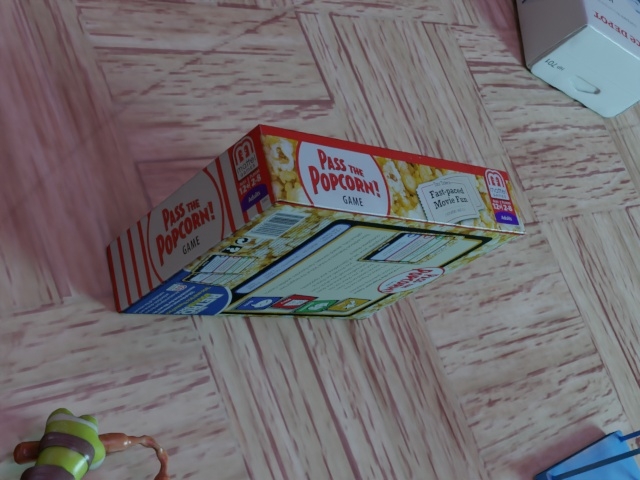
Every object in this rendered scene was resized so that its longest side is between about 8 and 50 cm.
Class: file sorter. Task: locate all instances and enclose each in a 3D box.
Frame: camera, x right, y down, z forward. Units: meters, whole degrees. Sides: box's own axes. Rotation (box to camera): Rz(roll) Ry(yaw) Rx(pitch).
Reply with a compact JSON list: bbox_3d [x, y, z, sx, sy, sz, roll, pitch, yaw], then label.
[{"bbox_3d":[0.257,0.219,0.743,0.118,0.104,0.170,-11,74,-46],"label":"file sorter"}]

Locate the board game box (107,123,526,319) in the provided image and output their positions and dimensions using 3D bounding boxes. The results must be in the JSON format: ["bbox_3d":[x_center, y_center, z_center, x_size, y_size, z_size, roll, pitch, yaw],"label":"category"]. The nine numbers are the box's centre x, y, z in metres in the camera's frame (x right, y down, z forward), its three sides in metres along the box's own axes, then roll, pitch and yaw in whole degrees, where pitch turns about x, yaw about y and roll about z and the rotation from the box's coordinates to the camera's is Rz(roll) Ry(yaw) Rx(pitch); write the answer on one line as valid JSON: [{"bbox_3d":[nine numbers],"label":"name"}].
[{"bbox_3d":[0.000,0.000,0.598,0.193,0.147,0.045,6,62,-43],"label":"board game box"}]

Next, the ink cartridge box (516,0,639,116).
[{"bbox_3d":[0.270,-0.241,1.061,0.140,0.082,0.190,22,51,-34],"label":"ink cartridge box"}]

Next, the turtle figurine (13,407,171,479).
[{"bbox_3d":[-0.155,0.146,0.400,0.217,0.087,0.269,39,44,-20],"label":"turtle figurine"}]
